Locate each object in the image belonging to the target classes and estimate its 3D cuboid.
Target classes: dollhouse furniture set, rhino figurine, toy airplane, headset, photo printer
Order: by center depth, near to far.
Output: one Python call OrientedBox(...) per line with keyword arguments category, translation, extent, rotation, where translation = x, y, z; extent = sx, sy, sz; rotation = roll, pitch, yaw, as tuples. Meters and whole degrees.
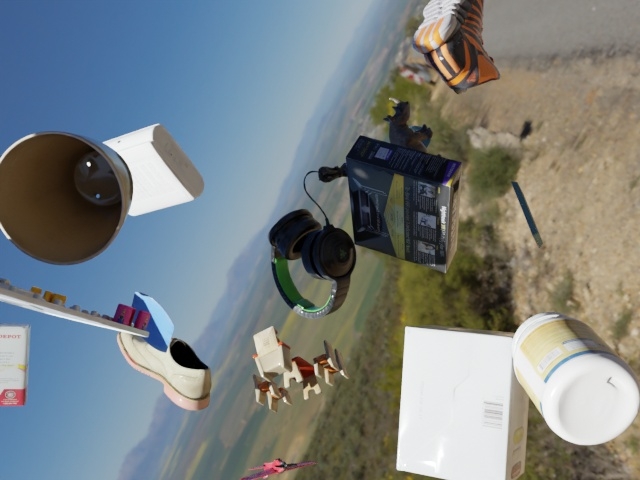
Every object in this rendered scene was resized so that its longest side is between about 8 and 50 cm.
OrientedBox(category="toy airplane", translation=(-0.085, 0.425, 1.395), extent=(0.151, 0.151, 0.028), rotation=(126, 132, -65))
OrientedBox(category="headset", translation=(0.000, 0.000, 1.857), extent=(0.185, 0.243, 0.394), rotation=(-18, -54, -41))
OrientedBox(category="rhino figurine", translation=(0.235, -0.258, 1.913), extent=(0.106, 0.243, 0.073), rotation=(-28, 5, 1))
OrientedBox(category="dollhouse furniture set", translation=(-0.088, 0.368, 2.203), extent=(0.262, 0.259, 0.135), rotation=(-28, 52, 14))
OrientedBox(category="photo printer", translation=(-0.537, -0.200, 2.225), extent=(0.307, 0.256, 0.107), rotation=(-13, 41, 28))

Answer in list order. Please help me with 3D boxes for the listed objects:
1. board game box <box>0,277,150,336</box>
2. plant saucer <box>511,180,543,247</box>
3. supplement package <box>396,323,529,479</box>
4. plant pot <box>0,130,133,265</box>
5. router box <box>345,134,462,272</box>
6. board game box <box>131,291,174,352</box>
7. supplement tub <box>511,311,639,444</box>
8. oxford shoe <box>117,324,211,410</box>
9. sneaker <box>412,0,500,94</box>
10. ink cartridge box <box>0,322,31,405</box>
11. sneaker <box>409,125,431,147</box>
OrientedBox(category="board game box", translation=(-0.574, 0.089, 1.391), extent=(0.389, 0.390, 0.050), rotation=(4, 73, 42))
OrientedBox(category="plant saucer", translation=(0.538, -0.071, 1.936), extent=(0.018, 0.067, 0.192), rotation=(-23, 48, 18))
OrientedBox(category="supplement package", translation=(0.267, 0.295, 1.370), extent=(0.145, 0.204, 0.262), rotation=(7, -93, -62))
OrientedBox(category="plant pot", translation=(-0.489, -0.109, 1.532), extent=(0.257, 0.256, 0.274), rotation=(-63, 4, 14))
OrientedBox(category="router box", translation=(0.191, -0.078, 1.702), extent=(0.081, 0.242, 0.309), rotation=(-58, -24, -32))
OrientedBox(category="board game box", translation=(-0.395, 0.188, 1.785), extent=(0.033, 0.133, 0.169), rotation=(-37, -18, -42))
OrientedBox(category="supplement tub", translation=(0.384, 0.204, 1.149), extent=(0.144, 0.144, 0.200), rotation=(-63, 12, 14))
OrientedBox(category="oxford shoe", translation=(-0.450, 0.333, 2.196), extent=(0.140, 0.397, 0.147), rotation=(-11, -56, -52))
OrientedBox(category="sneaker", translation=(0.296, -0.412, 1.532), extent=(0.124, 0.180, 0.321), rotation=(-16, 33, 43))
OrientedBox(category="ink cartridge box", translation=(-0.711, 0.271, 1.642), extent=(0.072, 0.127, 0.175), rotation=(-171, 84, -75))
OrientedBox(category="sneaker", translation=(0.229, -0.237, 2.132), extent=(0.229, 0.087, 0.092), rotation=(-49, -5, -19))
